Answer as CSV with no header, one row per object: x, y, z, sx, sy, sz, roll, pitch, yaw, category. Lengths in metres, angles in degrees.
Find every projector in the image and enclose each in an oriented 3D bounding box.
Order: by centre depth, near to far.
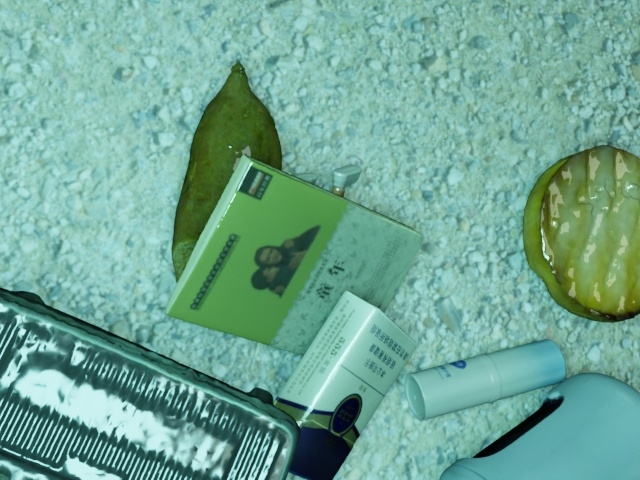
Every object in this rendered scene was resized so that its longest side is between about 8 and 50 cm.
-0.264,0.228,1.010,0.395,0.405,0.242,27,75,-11,projector

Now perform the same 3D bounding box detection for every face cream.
0.261,0.218,1.339,0.250,0.077,0.077,-11,85,-18,face cream

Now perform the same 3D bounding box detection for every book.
-0.022,0.045,1.192,0.352,0.035,0.239,22,100,-40,book

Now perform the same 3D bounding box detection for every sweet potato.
-0.127,-0.077,1.242,0.158,0.158,0.369,11,72,-15,sweet potato

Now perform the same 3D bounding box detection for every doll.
0.000,0.000,1.280,0.183,0.085,0.217,-13,108,-46,doll

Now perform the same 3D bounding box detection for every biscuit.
0.472,-0.009,1.426,0.297,0.102,0.296,2,83,-19,biscuit

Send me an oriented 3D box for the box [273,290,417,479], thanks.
0.022,0.218,1.213,0.259,0.071,0.168,-58,143,-8,box

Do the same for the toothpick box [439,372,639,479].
0.388,0.358,1.268,0.355,0.263,0.263,-32,91,-20,toothpick box
